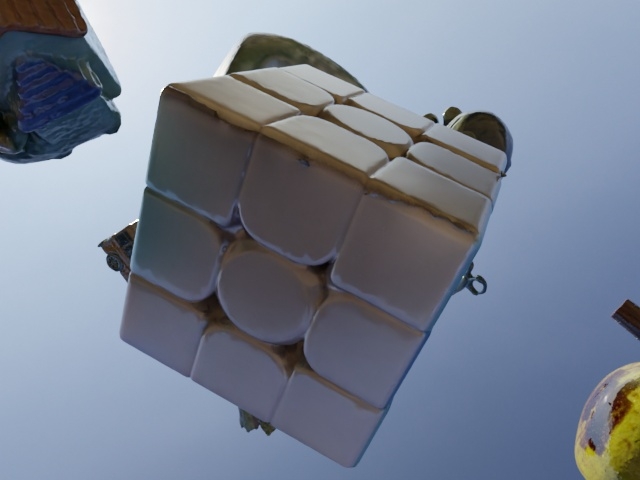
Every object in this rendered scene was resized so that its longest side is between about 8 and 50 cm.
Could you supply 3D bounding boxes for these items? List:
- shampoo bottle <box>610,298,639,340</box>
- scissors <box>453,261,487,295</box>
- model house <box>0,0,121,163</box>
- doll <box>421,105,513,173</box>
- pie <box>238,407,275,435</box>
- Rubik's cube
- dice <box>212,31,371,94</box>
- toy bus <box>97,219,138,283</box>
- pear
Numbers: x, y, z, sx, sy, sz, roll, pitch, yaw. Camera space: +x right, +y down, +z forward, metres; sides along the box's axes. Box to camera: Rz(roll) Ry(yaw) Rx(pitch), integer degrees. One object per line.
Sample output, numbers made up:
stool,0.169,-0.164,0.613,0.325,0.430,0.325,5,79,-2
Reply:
shampoo bottle,0.802,0.237,1.166,0.068,0.067,0.236,-32,-120,-24
scissors,0.446,0.141,1.619,0.041,0.289,0.138,-28,-105,-19
model house,-0.404,-0.273,0.568,0.252,0.329,0.295,-28,-92,-17
doll,0.253,-0.153,0.960,0.154,0.258,0.228,23,-91,-8
pie,-0.146,0.393,1.407,0.067,0.302,0.302,3,-131,22
Rubik's cube,0.000,0.000,0.559,0.291,0.290,0.292,27,-151,10
dice,-0.088,-0.161,0.978,0.328,0.348,0.330,-5,-119,66
toy bus,-0.265,0.049,0.830,0.103,0.182,0.091,-26,-168,31
pear,0.549,0.332,0.794,0.284,0.283,0.283,-5,-132,6
